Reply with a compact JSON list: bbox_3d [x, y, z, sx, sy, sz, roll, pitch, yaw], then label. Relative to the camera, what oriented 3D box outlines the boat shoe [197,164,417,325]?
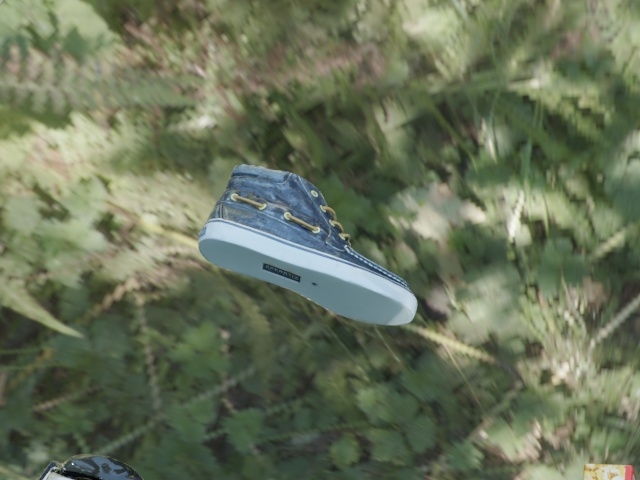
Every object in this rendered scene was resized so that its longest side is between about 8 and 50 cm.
[{"bbox_3d":[0.000,0.000,1.474,0.183,0.065,0.083,21,62,0],"label":"boat shoe"}]

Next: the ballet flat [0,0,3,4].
[{"bbox_3d":[-0.082,-0.071,0.305,0.086,0.086,0.248,36,128,12],"label":"ballet flat"}]

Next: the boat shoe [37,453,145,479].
[{"bbox_3d":[-0.227,0.339,1.522,0.127,0.158,0.340,22,84,-10],"label":"boat shoe"}]

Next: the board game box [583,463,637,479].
[{"bbox_3d":[0.249,0.307,1.580,0.045,0.147,0.193,0,65,17],"label":"board game box"}]
